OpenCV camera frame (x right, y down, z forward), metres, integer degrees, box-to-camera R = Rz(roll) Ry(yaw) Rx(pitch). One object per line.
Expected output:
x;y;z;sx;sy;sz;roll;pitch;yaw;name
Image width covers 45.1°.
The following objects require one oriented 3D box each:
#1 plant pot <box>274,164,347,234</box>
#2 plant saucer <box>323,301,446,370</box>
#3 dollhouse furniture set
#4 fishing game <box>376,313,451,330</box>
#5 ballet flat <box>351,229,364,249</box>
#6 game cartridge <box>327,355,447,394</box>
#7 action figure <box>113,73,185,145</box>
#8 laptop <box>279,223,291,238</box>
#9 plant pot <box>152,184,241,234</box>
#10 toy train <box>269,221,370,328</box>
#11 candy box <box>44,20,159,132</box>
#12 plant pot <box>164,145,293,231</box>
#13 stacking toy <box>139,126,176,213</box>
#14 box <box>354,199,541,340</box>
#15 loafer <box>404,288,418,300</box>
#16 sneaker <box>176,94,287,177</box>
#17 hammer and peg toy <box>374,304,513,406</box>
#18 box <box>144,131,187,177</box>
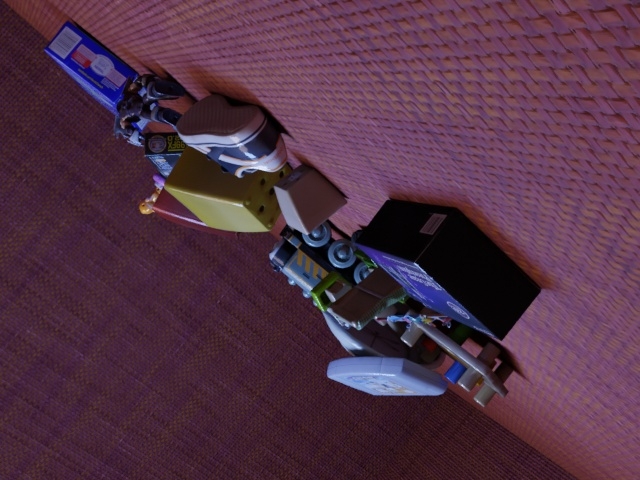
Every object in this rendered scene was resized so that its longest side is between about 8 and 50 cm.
-0.031;-0.091;1.561;0.096;0.109;0.109;56;168;-25;plant pot
0.164;0.271;2.218;0.401;0.100;0.400;23;-159;-10;plant saucer
0.131;0.142;1.755;0.151;0.197;0.301;52;169;-20;dollhouse furniture set
0.241;0.178;1.700;0.189;0.041;0.264;1;172;-21;fishing game
0.113;0.001;1.676;0.049;0.057;0.173;-1;-173;-16;ballet flat
0.163;0.361;2.044;0.198;0.062;0.297;23;157;-33;game cartridge
-0.431;-0.328;1.912;0.099;0.185;0.285;2;-176;-38;action figure
0.000;0.000;2.492;0.234;0.136;0.264;39;149;-4;laptop
-0.304;-0.140;2.220;0.236;0.267;0.267;28;175;-2;plant pot
0.024;0.081;2.040;0.334;0.190;0.142;39;177;3;toy train
-0.647;-0.484;2.323;0.268;0.122;0.317;38;173;4;candy box
-0.178;-0.135;1.717;0.187;0.212;0.212;21;165;32;plant pot
-0.465;-0.200;2.445;0.175;0.302;0.166;37;174;18;stacking toy
0.184;0.037;1.182;0.184;0.103;0.261;38;175;-16;box
0.208;0.084;1.493;0.078;0.076;0.223;46;173;21;loafer
-0.178;-0.199;1.514;0.127;0.126;0.321;50;168;-32;sneaker
0.308;0.256;1.946;0.361;0.127;0.266;36;175;33;hammer and peg toy
-0.311;-0.215;1.949;0.216;0.060;0.270;-2;173;-1;box
